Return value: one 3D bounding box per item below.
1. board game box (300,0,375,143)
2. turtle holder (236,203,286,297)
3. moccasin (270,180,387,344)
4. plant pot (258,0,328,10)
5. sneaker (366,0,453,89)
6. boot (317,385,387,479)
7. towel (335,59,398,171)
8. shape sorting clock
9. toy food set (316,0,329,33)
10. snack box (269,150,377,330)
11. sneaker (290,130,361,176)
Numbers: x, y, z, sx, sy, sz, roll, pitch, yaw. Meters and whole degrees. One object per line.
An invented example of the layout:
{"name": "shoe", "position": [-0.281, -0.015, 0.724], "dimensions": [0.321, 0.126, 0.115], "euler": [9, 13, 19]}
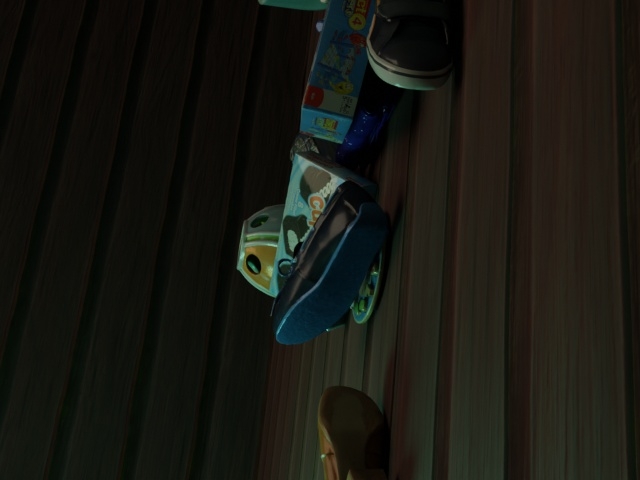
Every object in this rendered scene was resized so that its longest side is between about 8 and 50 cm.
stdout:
{"name": "board game box", "position": [0.043, -0.341, 1.646], "dimensions": [0.308, 0.086, 0.302], "euler": [164, 120, -88]}
{"name": "turtle holder", "position": [-0.091, 0.000, 2.427], "dimensions": [0.243, 0.227, 0.320], "euler": [107, 169, -56]}
{"name": "moccasin", "position": [0.013, 0.042, 1.648], "dimensions": [0.342, 0.137, 0.117], "euler": [-55, 46, 31]}
{"name": "plant pot", "position": [0.017, -0.625, 1.940], "dimensions": [0.247, 0.252, 0.248], "euler": [-34, 62, 42]}
{"name": "sneaker", "position": [0.133, -0.337, 1.373], "dimensions": [0.321, 0.126, 0.127], "euler": [-88, 3, -54]}
{"name": "boot", "position": [0.033, 0.372, 1.403], "dimensions": [0.295, 0.104, 0.211], "euler": [-105, 25, -64]}
{"name": "towel", "position": [0.103, -0.278, 1.843], "dimensions": [0.308, 0.076, 0.228], "euler": [117, 168, -71]}
{"name": "shape sorting clock", "position": [0.082, 0.046, 1.687], "dimensions": [0.206, 0.040, 0.206], "euler": [-172, 90, -84]}
{"name": "toy food set", "position": [0.067, -0.463, 1.865], "dimensions": [0.111, 0.104, 0.232], "euler": [51, 123, 27]}
{"name": "snack box", "position": [0.000, 0.000, 1.920], "dimensions": [0.187, 0.060, 0.322], "euler": [31, 120, 37]}
{"name": "sneaker", "position": [0.039, -0.126, 2.011], "dimensions": [0.111, 0.129, 0.297], "euler": [-52, 44, 37]}
